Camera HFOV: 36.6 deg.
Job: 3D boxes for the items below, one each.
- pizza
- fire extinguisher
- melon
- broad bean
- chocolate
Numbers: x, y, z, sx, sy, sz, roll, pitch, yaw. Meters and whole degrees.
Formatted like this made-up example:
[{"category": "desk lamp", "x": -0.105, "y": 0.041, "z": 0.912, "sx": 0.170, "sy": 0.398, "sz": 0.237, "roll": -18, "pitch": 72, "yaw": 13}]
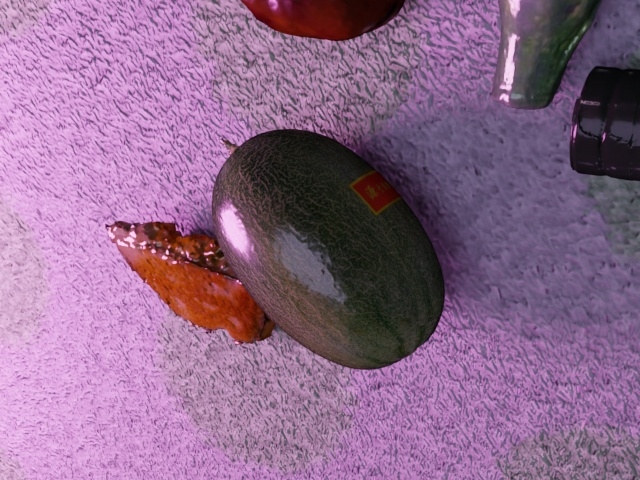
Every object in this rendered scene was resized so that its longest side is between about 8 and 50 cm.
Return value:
[{"category": "pizza", "x": -0.134, "y": 0.040, "z": 1.125, "sx": 0.226, "sy": 0.069, "sz": 0.147, "roll": 16, "pitch": 139, "yaw": 26}, {"category": "fire extinguisher", "x": 0.368, "y": -0.085, "z": 0.773, "sx": 0.311, "sy": 0.095, "sz": 0.114, "roll": 13, "pitch": 85, "yaw": 25}, {"category": "melon", "x": 0.000, "y": 0.000, "z": 0.959, "sx": 0.287, "sy": 0.182, "sz": 0.182, "roll": 48, "pitch": 125, "yaw": 2}, {"category": "broad bean", "x": -0.021, "y": -0.278, "z": 0.889, "sx": 0.228, "sy": 0.122, "sz": 0.156, "roll": 45, "pitch": 127, "yaw": 1}, {"category": "chocolate", "x": 0.197, "y": -0.249, "z": 0.796, "sx": 0.110, "sy": 0.110, "sz": 0.291, "roll": 21, "pitch": 122, "yaw": 20}]
